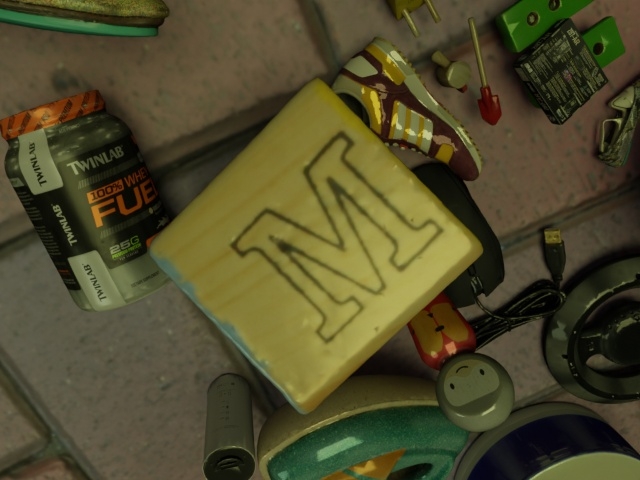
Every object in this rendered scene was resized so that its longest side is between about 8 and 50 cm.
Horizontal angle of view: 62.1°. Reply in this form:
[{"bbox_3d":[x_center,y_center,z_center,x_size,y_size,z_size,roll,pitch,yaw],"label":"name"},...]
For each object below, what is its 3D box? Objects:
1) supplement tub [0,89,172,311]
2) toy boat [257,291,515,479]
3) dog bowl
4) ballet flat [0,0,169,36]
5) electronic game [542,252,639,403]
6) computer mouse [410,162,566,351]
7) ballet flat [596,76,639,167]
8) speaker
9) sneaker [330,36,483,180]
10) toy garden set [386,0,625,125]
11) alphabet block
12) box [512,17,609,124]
[{"bbox_3d":[-0.217,-0.038,0.511,0.117,0.117,0.190,-20,111,-3],"label":"supplement tub"},{"bbox_3d":[0.078,0.199,0.568,0.267,0.148,0.318,3,131,-27],"label":"toy boat"},{"bbox_3d":[0.329,0.369,0.745,0.264,0.104,0.265,-3,109,-8],"label":"dog bowl"},{"bbox_3d":[-0.279,-0.214,0.392,0.348,0.123,0.123,8,109,16],"label":"ballet flat"},{"bbox_3d":[0.411,0.122,0.705,0.229,0.048,0.229,-1,112,-2],"label":"electronic game"},{"bbox_3d":[0.205,0.016,0.629,0.184,0.060,0.262,-25,111,0],"label":"computer mouse"},{"bbox_3d":[0.349,-0.143,0.614,0.041,0.041,0.114,11,105,-13],"label":"ballet flat"},{"bbox_3d":[-0.103,0.211,0.602,0.055,0.136,0.055,-3,109,-9],"label":"speaker"},{"bbox_3d":[0.091,-0.119,0.565,0.084,0.069,0.185,-42,102,8],"label":"sneaker"},{"bbox_3d":[0.173,-0.244,0.546,0.203,0.049,0.244,-34,111,1],"label":"toy garden set"},{"bbox_3d":[0.000,0.000,0.499,0.197,0.192,0.193,-44,91,7],"label":"alphabet block"},{"bbox_3d":[0.248,-0.172,0.547,0.067,0.018,0.083,-44,111,5],"label":"box"}]
